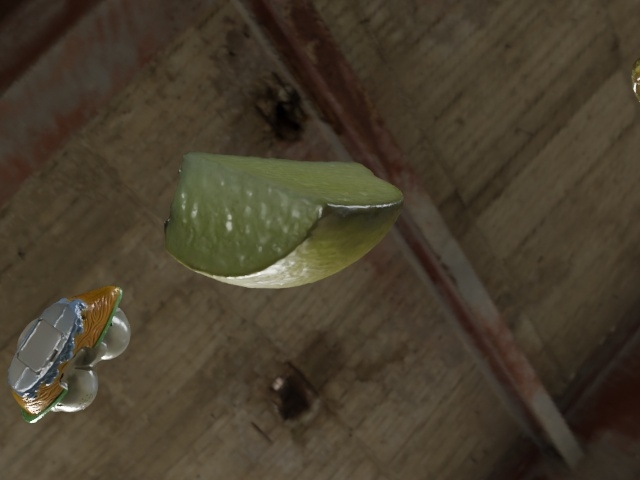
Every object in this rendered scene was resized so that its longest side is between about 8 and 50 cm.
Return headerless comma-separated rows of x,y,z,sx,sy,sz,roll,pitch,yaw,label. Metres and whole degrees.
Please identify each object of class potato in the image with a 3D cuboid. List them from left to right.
0.000,0.000,0.597,0.149,0.120,0.081,-1,-71,-45,potato

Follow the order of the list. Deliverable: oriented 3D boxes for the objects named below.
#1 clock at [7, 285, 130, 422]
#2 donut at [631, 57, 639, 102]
-0.358,0.164,1.446,0.231,0.103,0.144,-56,-30,-3,clock
0.413,-0.103,0.905,0.107,0.272,0.272,-46,-46,4,donut
